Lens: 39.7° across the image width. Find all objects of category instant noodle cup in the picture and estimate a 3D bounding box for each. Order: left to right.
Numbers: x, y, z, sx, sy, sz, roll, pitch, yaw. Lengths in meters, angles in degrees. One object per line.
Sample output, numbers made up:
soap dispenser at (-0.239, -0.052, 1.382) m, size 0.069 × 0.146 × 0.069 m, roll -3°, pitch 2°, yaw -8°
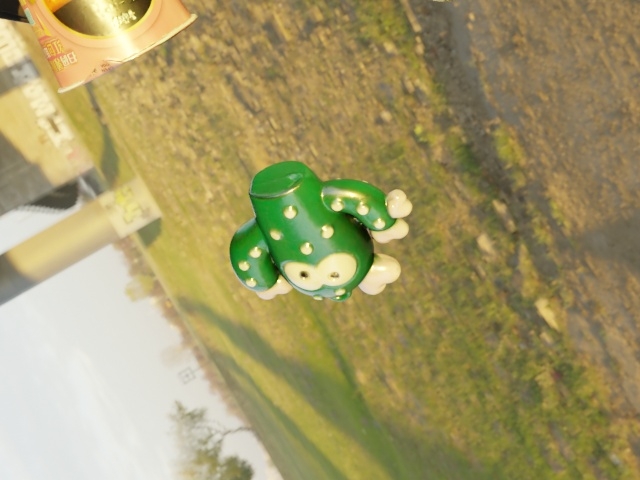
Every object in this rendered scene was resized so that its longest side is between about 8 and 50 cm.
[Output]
instant noodle cup at (-0.330, -0.364, 1.228) m, size 0.255 × 0.244 × 0.244 m, roll 61°, pitch 171°, yaw -21°

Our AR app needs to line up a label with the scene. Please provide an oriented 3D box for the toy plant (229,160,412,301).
toy plant at (-0.004, 0.002, 1.166) m, size 0.243 × 0.232 × 0.113 m, roll 96°, pitch 180°, yaw -46°

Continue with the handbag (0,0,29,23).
handbag at (-0.513, -0.491, 1.394) m, size 0.113 × 0.256 × 0.286 m, roll -63°, pitch -22°, yaw -56°
